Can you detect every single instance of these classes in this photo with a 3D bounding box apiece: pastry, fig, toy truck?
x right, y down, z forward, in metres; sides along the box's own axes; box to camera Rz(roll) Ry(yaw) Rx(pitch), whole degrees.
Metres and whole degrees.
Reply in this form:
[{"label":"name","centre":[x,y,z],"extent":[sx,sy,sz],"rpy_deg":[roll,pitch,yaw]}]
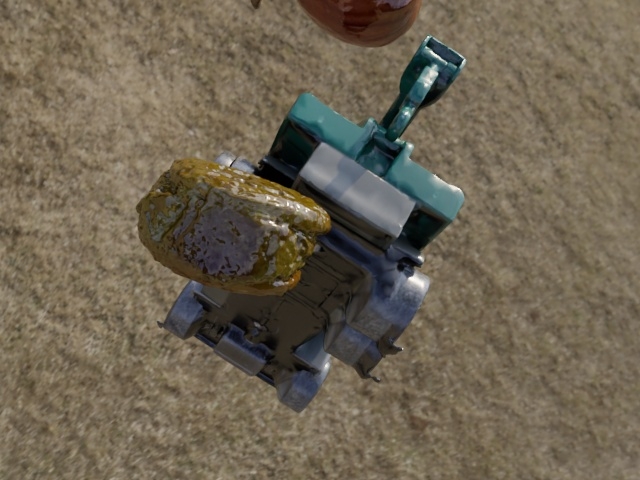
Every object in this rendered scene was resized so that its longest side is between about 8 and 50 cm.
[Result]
[{"label":"pastry","centre":[-0.048,-0.009,0.484],"extent":[0.109,0.097,0.057],"rpy_deg":[13,102,-39]},{"label":"fig","centre":[0.028,-0.232,0.742],"extent":[0.150,0.128,0.128],"rpy_deg":[29,36,36]},{"label":"toy truck","centre":[-0.004,0.006,0.683],"extent":[0.177,0.363,0.178],"rpy_deg":[33,60,-1]}]
